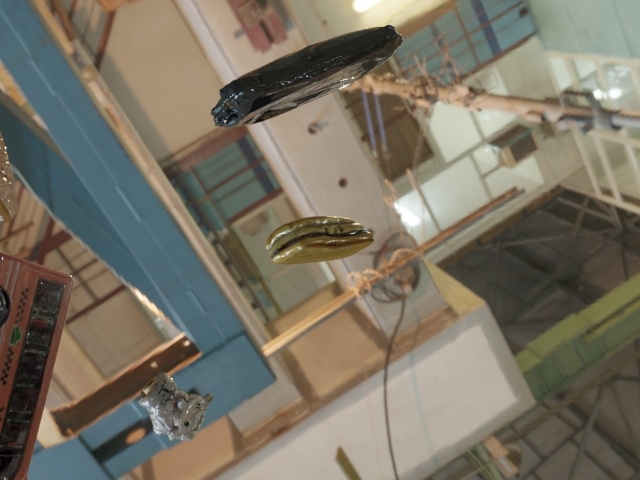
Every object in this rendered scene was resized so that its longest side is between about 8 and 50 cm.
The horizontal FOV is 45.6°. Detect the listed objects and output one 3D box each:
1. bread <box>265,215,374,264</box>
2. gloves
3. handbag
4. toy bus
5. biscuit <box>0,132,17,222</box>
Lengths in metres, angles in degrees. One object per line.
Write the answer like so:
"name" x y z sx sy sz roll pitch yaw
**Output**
"bread" 0.000 0.000 1.473 0.200 0.077 0.116 -4 156 -39
"gloves" -0.280 0.324 1.462 0.094 0.144 0.111 -16 -132 59
"handbag" -0.031 -0.268 1.251 0.332 0.075 0.191 -24 -178 -22
"toy bus" -0.605 0.236 1.354 0.203 0.233 0.427 3 -103 36
"biscuit" -0.393 -0.086 0.919 0.019 0.131 0.102 -12 -174 -7
